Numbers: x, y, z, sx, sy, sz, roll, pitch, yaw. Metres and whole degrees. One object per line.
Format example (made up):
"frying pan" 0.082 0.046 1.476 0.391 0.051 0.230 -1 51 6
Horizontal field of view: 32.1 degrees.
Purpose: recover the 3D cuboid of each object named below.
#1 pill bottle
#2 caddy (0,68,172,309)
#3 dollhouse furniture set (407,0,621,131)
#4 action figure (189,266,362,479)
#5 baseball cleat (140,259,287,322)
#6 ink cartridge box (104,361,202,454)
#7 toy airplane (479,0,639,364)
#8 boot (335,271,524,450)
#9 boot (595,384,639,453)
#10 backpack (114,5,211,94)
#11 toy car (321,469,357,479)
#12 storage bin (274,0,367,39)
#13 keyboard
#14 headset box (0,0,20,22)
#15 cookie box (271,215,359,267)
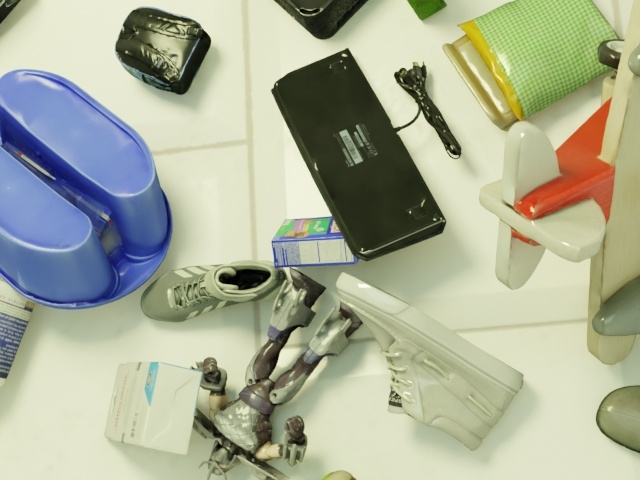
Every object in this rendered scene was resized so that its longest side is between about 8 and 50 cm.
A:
"pill bottle" -0.462 0.141 1.482 0.112 0.112 0.187 16 81 16
"caddy" -0.356 -0.062 1.474 0.341 0.179 0.241 38 65 19
"dollhouse furniture set" 0.226 -0.315 1.396 0.197 0.151 0.301 -32 69 4
"action figure" -0.068 0.180 1.390 0.185 0.099 0.285 33 89 13
"baseball cleat" -0.148 0.057 1.429 0.206 0.109 0.072 -15 79 12
"ink cartridge box" -0.214 0.209 1.404 0.060 0.180 0.104 15 78 -23
"toy airplane" 0.356 -0.070 1.196 0.272 0.386 0.384 21 83 29
"boot" 0.108 0.150 1.328 0.258 0.095 0.123 32 89 -2
"boot" 0.431 0.211 1.228 0.246 0.161 0.083 16 81 16
"backpack" -0.219 -0.260 1.532 0.114 0.084 0.105 22 83 12
"toy car" 0.036 0.378 1.295 0.149 0.155 0.188 -45 81 0
"storage bin" -0.022 -0.378 1.515 0.122 0.084 0.180 -45 71 0
"keyboard" 0.077 -0.128 1.423 0.201 0.033 0.317 -23 58 -4
"headset box" -0.609 -0.354 1.607 0.283 0.131 0.246 -47 72 7
"cookie box" 0.000 0.000 1.415 0.107 0.092 0.040 -3 108 12
